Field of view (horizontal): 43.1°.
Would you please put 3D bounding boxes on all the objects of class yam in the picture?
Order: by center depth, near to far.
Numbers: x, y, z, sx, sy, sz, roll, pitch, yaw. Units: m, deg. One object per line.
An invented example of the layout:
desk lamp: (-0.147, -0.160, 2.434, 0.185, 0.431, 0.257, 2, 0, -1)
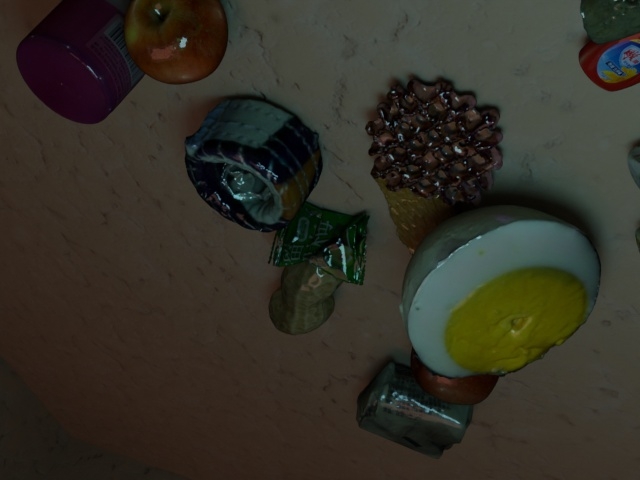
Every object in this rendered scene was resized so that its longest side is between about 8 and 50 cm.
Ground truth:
yam: (0.386, -0.297, 0.904, 0.107, 0.107, 0.194, 45, 144, -23)

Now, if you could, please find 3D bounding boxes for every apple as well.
apple: (-0.223, -0.322, 1.262, 0.163, 0.163, 0.139, 14, 172, 20)
apple: (0.271, 0.238, 1.620, 0.168, 0.181, 0.181, 23, 146, -6)

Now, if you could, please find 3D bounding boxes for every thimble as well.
thimble: (-0.122, -0.135, 1.438, 0.237, 0.150, 0.237, 21, 146, 15)

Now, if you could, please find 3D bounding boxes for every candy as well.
candy: (0.001, 0.002, 1.557, 0.203, 0.141, 0.078, 15, 177, 24)

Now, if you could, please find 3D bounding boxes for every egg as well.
egg: (0.274, 0.058, 1.349, 0.337, 0.201, 0.337, -7, 125, -10)

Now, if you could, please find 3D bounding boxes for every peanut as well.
peanut: (-0.026, 0.109, 1.715, 0.136, 0.120, 0.298, 8, 147, -12)

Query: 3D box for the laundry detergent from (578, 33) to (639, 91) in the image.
laundry detergent: (0.411, -0.245, 1.006, 0.097, 0.049, 0.165, 27, 148, -28)

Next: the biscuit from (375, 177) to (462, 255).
biscuit: (0.186, -0.043, 1.440, 0.144, 0.033, 0.224, -4, 133, 34)

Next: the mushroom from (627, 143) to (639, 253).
mushroom: (0.500, -0.051, 1.171, 0.092, 0.081, 0.223, -9, 136, 17)

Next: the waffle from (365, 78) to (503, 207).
waffle: (0.179, -0.151, 1.278, 0.221, 0.055, 0.234, 15, 139, 13)

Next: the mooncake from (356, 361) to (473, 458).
mooncake: (0.219, 0.390, 1.887, 0.254, 0.136, 0.250, 21, 147, 2)

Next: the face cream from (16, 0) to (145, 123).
face cream: (-0.372, -0.316, 1.337, 0.175, 0.195, 0.175, 19, 143, 15)
